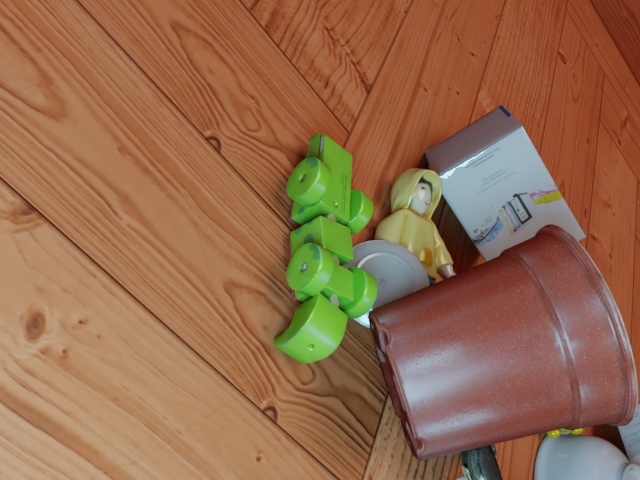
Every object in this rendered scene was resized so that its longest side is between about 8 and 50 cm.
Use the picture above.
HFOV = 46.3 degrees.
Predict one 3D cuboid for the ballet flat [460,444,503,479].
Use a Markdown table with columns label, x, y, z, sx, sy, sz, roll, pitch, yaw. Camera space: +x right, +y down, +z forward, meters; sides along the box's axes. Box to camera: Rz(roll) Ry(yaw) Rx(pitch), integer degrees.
| label | x | y | z | sx | sy | sz | roll | pitch | yaw |
| --- | --- | --- | --- | --- | --- | --- | --- | --- | --- |
| ballet flat | 0.223 | 0.317 | 1.085 | 0.250 | 0.058 | 0.084 | -22 | 89 | -80 |

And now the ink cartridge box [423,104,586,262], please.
| label | x | y | z | sx | sy | sz | roll | pitch | yaw |
| --- | --- | --- | --- | --- | --- | --- | --- | --- | --- |
| ink cartridge box | 0.316 | -0.081 | 1.309 | 0.233 | 0.168 | 0.171 | 55 | 13 | -18 |

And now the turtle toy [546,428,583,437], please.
| label | x | y | z | sx | sy | sz | roll | pitch | yaw |
| --- | --- | --- | --- | --- | --- | --- | --- | --- | --- |
| turtle toy | 0.434 | 0.310 | 1.377 | 0.130 | 0.066 | 0.095 | -4 | 60 | -18 |

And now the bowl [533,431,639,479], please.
| label | x | y | z | sx | sy | sz | roll | pitch | yaw |
| --- | --- | --- | --- | --- | --- | --- | --- | --- | --- |
| bowl | 0.520 | 0.485 | 1.361 | 0.298 | 0.134 | 0.298 | 23 | 58 | -42 |

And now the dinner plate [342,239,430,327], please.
| label | x | y | z | sx | sy | sz | roll | pitch | yaw |
| --- | --- | --- | --- | --- | --- | --- | --- | --- | --- |
| dinner plate | 0.092 | 0.061 | 1.081 | 0.141 | 0.017 | 0.141 | 3 | 64 | -7 |

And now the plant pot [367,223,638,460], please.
| label | x | y | z | sx | sy | sz | roll | pitch | yaw |
| --- | --- | --- | --- | --- | --- | --- | --- | --- | --- |
| plant pot | 0.215 | 0.147 | 0.970 | 0.272 | 0.265 | 0.272 | 163 | -90 | -87 |

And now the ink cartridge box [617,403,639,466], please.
| label | x | y | z | sx | sy | sz | roll | pitch | yaw |
| --- | --- | --- | --- | --- | --- | --- | --- | --- | --- |
| ink cartridge box | 0.712 | 0.439 | 1.589 | 0.296 | 0.066 | 0.261 | 45 | 26 | -28 |

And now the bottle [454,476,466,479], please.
| label | x | y | z | sx | sy | sz | roll | pitch | yaw |
| --- | --- | --- | --- | --- | --- | --- | --- | --- | --- |
| bottle | 0.292 | 0.451 | 1.143 | 0.283 | 0.092 | 0.118 | 41 | 49 | -30 |

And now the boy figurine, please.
| label | x | y | z | sx | sy | sz | roll | pitch | yaw |
| --- | --- | --- | --- | --- | --- | --- | --- | --- | --- |
| boy figurine | 0.156 | 0.020 | 1.182 | 0.177 | 0.092 | 0.285 | 23 | 60 | -37 |

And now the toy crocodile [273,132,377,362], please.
| label | x | y | z | sx | sy | sz | roll | pitch | yaw |
| --- | --- | --- | --- | --- | --- | --- | --- | --- | --- |
| toy crocodile | 0.000 | 0.000 | 1.014 | 0.115 | 0.105 | 0.341 | 29 | 49 | -38 |
